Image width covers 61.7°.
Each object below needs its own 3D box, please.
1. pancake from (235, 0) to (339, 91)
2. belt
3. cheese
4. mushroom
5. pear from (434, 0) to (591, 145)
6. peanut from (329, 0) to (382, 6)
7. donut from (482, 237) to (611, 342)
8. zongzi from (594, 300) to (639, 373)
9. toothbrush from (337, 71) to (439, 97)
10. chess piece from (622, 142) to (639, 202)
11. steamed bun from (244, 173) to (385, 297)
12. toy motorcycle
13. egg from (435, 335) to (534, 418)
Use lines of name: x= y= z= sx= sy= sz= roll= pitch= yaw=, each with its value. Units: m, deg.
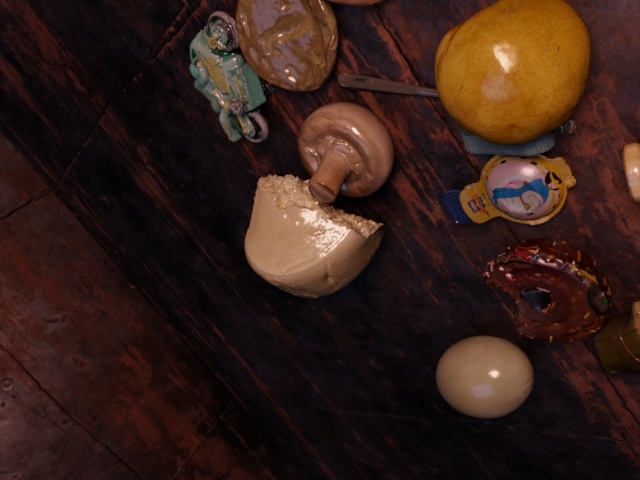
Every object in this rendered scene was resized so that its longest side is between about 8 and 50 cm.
pancake: x=-0.065 y=-0.403 z=1.039 sx=0.241 sy=0.050 sz=0.242 roll=17 pitch=126 yaw=25
belt: x=0.320 y=-0.184 z=0.902 sx=0.179 sy=0.100 sz=0.065 roll=14 pitch=139 yaw=56
cheese: x=0.336 y=-0.084 z=0.981 sx=0.250 sy=0.064 sz=0.157 roll=-20 pitch=110 yaw=49
mushroom: x=0.037 y=-0.158 z=1.065 sx=0.207 sy=0.215 sz=0.207 roll=18 pitch=140 yaw=16
pear: x=0.275 y=-0.237 z=0.762 sx=0.208 sy=0.209 sz=0.209 roll=25 pitch=141 yaw=23
peanut: x=0.048 y=-0.433 z=0.894 sx=0.152 sy=0.076 sz=0.076 roll=21 pitch=139 yaw=20
donut: x=0.441 y=0.088 z=1.031 sx=0.230 sy=0.096 sz=0.216 roll=47 pitch=142 yaw=-5
zongzi: x=0.651 y=0.150 z=0.920 sx=0.288 sy=0.123 sz=0.260 roll=-14 pitch=159 yaw=5
toothbrush: x=0.155 y=-0.280 z=0.987 sx=0.297 sy=0.030 sz=0.030 roll=19 pitch=112 yaw=32
chess piece: x=0.544 y=-0.116 z=0.751 sx=0.200 sy=0.090 sz=0.090 roll=-11 pitch=119 yaw=36
steamed bun: x=0.000 y=0.000 z=1.193 sx=0.272 sy=0.274 sz=0.290 roll=14 pitch=176 yaw=29
toy motorcycle: x=-0.215 y=-0.352 z=1.200 sx=0.198 sy=0.109 sz=0.297 roll=11 pitch=132 yaw=40
egg: x=0.376 y=0.316 z=1.246 sx=0.187 sy=0.186 sz=0.253 roll=51 pitch=147 yaw=-11
